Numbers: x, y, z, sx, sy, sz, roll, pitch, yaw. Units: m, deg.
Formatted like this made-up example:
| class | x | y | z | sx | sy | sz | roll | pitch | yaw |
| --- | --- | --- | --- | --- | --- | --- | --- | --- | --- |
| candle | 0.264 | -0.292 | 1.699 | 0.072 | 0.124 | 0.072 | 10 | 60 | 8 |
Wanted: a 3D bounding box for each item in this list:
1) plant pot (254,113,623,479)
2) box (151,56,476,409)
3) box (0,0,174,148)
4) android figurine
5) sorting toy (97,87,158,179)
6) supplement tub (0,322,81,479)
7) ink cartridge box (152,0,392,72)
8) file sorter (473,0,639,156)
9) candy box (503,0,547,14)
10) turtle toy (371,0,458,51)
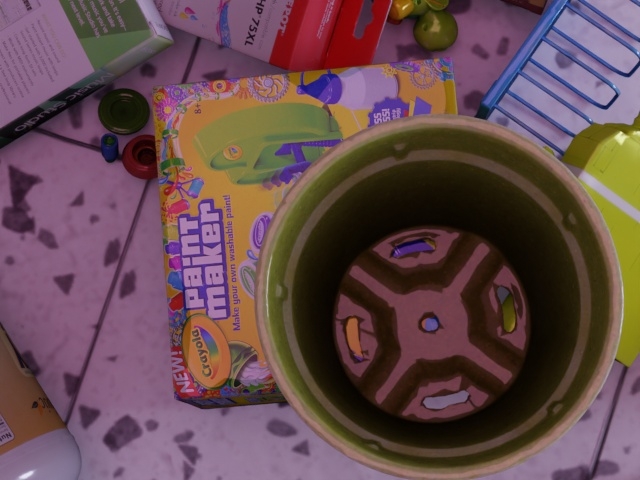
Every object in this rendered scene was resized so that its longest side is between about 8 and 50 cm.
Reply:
| class | x | y | z | sx | sy | sz | roll | pitch | yaw |
| --- | --- | --- | --- | --- | --- | --- | --- | --- | --- |
| plant pot | 0.093 | 0.057 | 1.500 | 0.276 | 0.254 | 0.276 | 0 | 83 | 3 |
| box | 0.000 | 0.000 | 1.732 | 0.279 | 0.177 | 0.290 | -6 | 82 | 3 |
| box | -0.329 | -0.215 | 1.801 | 0.322 | 0.058 | 0.232 | -29 | 82 | 15 |
| android figurine | 0.263 | 0.004 | 1.715 | 0.248 | 0.056 | 0.273 | 31 | 88 | -29 |
| sorting toy | -0.188 | -0.097 | 1.828 | 0.061 | 0.042 | 0.102 | -22 | 69 | -15 |
| supplement tub | -0.362 | 0.181 | 1.701 | 0.228 | 0.228 | 0.316 | -33 | 82 | -1 |
| ink cartridge box | -0.051 | -0.245 | 1.771 | 0.231 | 0.078 | 0.134 | 22 | 103 | 22 |
| file sorter | 0.238 | -0.162 | 1.770 | 0.104 | 0.118 | 0.170 | 35 | 86 | 3 |
| candy box | 0.197 | -0.319 | 1.796 | 0.109 | 0.053 | 0.186 | 20 | 66 | 5 |
| turtle toy | 0.089 | -0.243 | 1.812 | 0.095 | 0.066 | 0.130 | -35 | 83 | -26 |
